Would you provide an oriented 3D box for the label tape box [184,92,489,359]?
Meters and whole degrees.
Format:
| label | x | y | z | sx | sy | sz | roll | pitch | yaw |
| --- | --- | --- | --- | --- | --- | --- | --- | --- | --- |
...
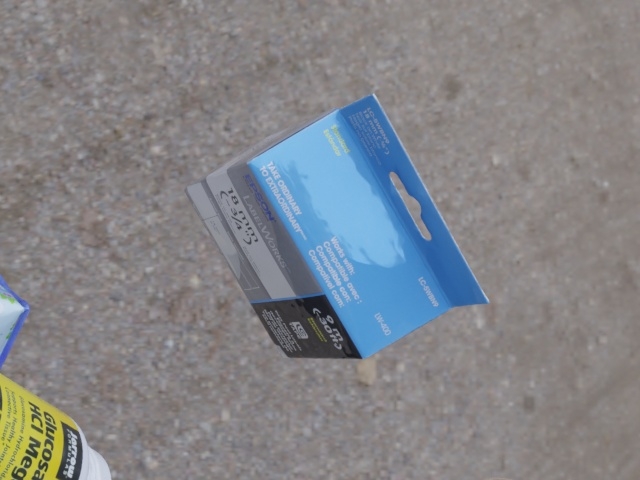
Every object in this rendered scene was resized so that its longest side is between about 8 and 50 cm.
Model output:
| label | x | y | z | sx | sy | sz | roll | pitch | yaw |
| --- | --- | --- | --- | --- | --- | --- | --- | --- | --- |
| label tape box | 0.000 | 0.000 | 1.223 | 0.106 | 0.333 | 0.241 | -34 | 99 | -23 |

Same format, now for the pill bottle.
| label | x | y | z | sx | sy | sz | roll | pitch | yaw |
| --- | --- | --- | --- | --- | --- | --- | --- | --- | --- |
| pill bottle | -0.417 | 0.275 | 1.462 | 0.334 | 0.187 | 0.188 | 48 | 52 | -51 |

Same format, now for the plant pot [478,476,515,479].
| label | x | y | z | sx | sy | sz | roll | pitch | yaw |
| --- | --- | --- | --- | --- | --- | --- | --- | --- | --- |
| plant pot | 0.251 | 0.353 | 1.260 | 0.237 | 0.110 | 0.237 | 27 | 38 | -23 |

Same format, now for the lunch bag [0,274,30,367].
| label | x | y | z | sx | sy | sz | roll | pitch | yaw |
| --- | --- | --- | --- | --- | --- | --- | --- | --- | --- |
| lunch bag | -0.340 | 0.092 | 0.966 | 0.128 | 0.096 | 0.151 | 21 | 102 | -46 |
